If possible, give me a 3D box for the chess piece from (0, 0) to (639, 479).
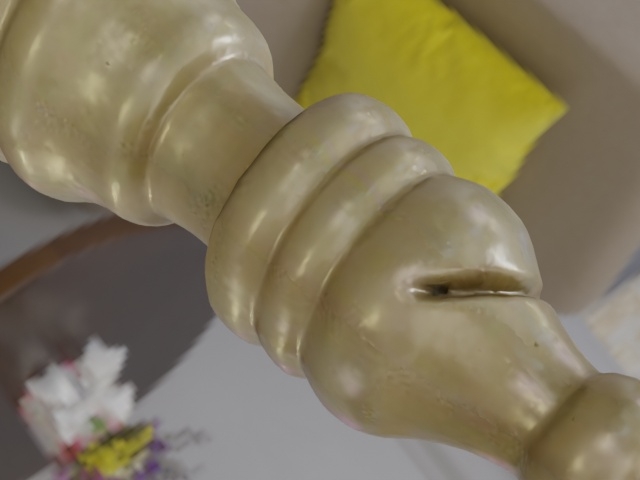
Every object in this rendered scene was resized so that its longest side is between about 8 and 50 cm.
[{"bbox_3d":[0.000,0.000,0.635,0.124,0.307,0.138,-16,141,-54],"label":"chess piece"}]
